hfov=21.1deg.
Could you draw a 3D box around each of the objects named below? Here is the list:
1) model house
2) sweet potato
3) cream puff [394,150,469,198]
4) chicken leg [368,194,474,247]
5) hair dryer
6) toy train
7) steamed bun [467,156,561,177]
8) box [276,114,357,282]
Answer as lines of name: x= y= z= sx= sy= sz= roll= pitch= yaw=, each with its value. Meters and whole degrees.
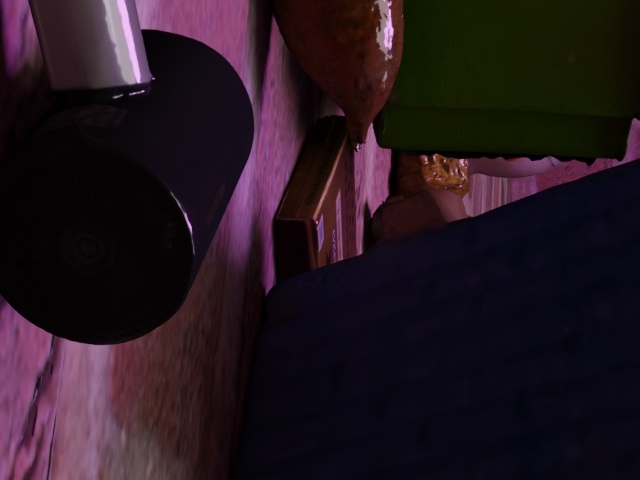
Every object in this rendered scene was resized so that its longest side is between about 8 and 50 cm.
model house: x=0.192 y=0.119 z=0.805 sx=0.382 sy=0.334 sz=0.343 roll=5 pitch=68 yaw=-61
sweet potato: x=0.006 y=-0.157 z=0.806 sx=0.068 sy=0.068 sz=0.226 roll=62 pitch=23 yaw=-72
cream puff: x=0.087 y=-0.049 z=1.333 sx=0.083 sy=0.058 sz=0.083 roll=-71 pitch=162 yaw=-67
chicken leg: x=0.084 y=0.026 z=1.255 sx=0.103 sy=0.088 sz=0.227 roll=-53 pitch=156 yaw=8
hair dryer: x=-0.062 y=-0.081 z=0.440 sx=0.100 sy=0.057 sz=0.198 roll=-75 pitch=158 yaw=-62
toy train: x=0.095 y=-0.174 z=0.954 sx=0.307 sy=0.173 sz=0.249 roll=-97 pitch=-169 yaw=-72
steamed bun: x=0.146 y=-0.140 z=1.462 sx=0.228 sy=0.130 sz=0.177 roll=-67 pitch=146 yaw=-64
box: x=0.000 y=0.000 z=0.910 sx=0.133 sy=0.023 sz=0.090 roll=-71 pitch=159 yaw=-61
